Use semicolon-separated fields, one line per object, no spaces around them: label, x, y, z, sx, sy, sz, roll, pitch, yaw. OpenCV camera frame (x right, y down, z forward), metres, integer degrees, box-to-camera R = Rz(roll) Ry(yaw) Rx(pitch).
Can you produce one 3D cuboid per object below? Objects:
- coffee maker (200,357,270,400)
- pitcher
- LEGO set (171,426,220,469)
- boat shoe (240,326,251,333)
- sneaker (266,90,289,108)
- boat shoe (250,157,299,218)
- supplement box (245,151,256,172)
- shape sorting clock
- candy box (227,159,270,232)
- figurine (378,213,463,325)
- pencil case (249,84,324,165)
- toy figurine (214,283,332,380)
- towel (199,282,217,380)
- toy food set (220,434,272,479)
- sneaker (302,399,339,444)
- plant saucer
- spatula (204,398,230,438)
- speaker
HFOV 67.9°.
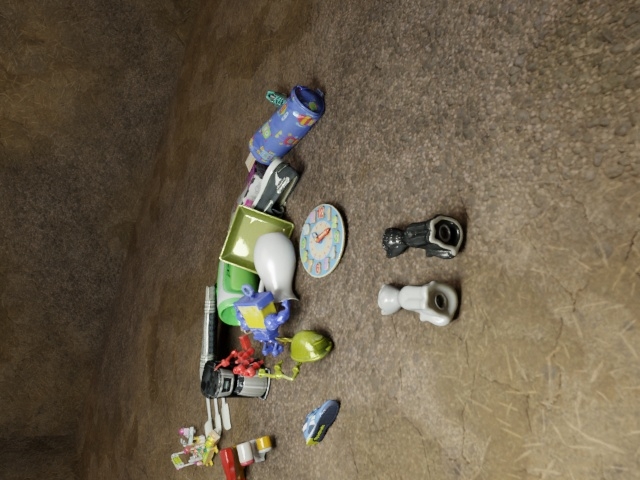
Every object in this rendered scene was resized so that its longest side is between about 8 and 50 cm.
coffee maker;-0.267;0.427;1.441;0.171;0.178;0.120;-34;52;45
pitcher;-0.147;0.093;1.434;0.177;0.125;0.207;-23;71;47
LEGO set;-0.434;0.716;1.621;0.287;0.107;0.132;-27;69;54
boat shoe;-0.235;0.274;1.548;0.170;0.063;0.059;-15;62;52
sneaker;-0.139;-0.481;1.652;0.166;0.076;0.065;42;115;52
boat shoe;-0.157;-0.116;1.533;0.091;0.114;0.303;35;129;13
supplement box;-0.241;-0.284;1.766;0.062;0.036;0.098;-56;40;28
shape sorting clock;0.000;0.000;1.324;0.206;0.040;0.207;-24;60;50
candy box;-0.245;-0.145;1.658;0.234;0.071;0.159;-62;18;22
figurine;0.191;0.064;1.003;0.209;0.092;0.215;-9;72;62
pencil case;-0.114;-0.373;1.539;0.306;0.119;0.133;-37;67;43
toy figurine;-0.164;0.223;1.275;0.362;0.191;0.218;-9;104;47
towel;-0.379;0.302;1.615;0.324;0.056;0.313;153;118;-80
toy food set;-0.217;0.638;1.365;0.232;0.111;0.105;-36;63;42
sneaker;-0.005;0.438;1.174;0.144;0.053;0.059;-60;36;21
plant saucer;-0.199;0.004;1.506;0.045;0.188;0.188;-119;49;-85
spatula;-0.375;0.577;1.683;0.168;0.019;0.242;-51;43;35
speaker;-0.265;0.124;1.547;0.131;0.131;0.297;-49;31;34
